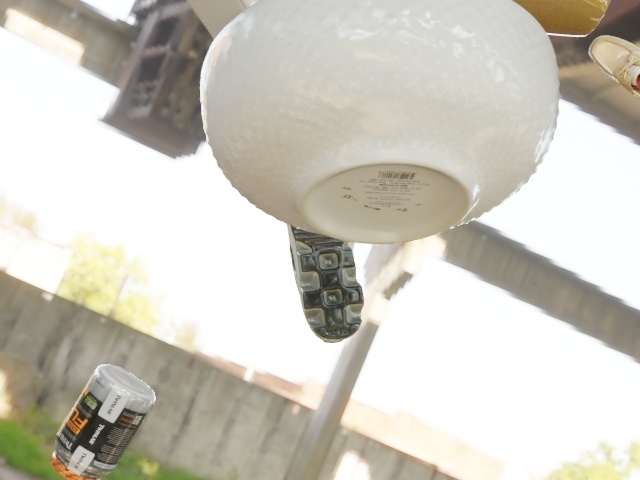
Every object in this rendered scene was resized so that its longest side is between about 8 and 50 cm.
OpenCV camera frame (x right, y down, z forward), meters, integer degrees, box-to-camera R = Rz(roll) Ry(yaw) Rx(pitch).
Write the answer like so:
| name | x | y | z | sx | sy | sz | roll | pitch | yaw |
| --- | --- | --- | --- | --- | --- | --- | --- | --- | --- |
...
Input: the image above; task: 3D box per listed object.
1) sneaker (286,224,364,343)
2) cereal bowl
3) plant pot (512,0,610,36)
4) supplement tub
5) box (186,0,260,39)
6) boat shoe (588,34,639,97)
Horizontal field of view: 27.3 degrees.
| name | x | y | z | sx | sy | sz | roll | pitch | yaw |
| --- | --- | --- | --- | --- | --- | --- | --- | --- | --- |
| sneaker | 0.000 | 0.000 | 2.081 | 0.122 | 0.331 | 0.146 | 0 | -10 | -6 |
| cereal bowl | 0.056 | -0.092 | 1.226 | 0.338 | 0.141 | 0.339 | 0 | -27 | 0 |
| plant pot | 0.359 | -0.448 | 2.239 | 0.254 | 0.237 | 0.237 | 23 | -9 | -11 |
| supplement tub | -0.374 | 0.317 | 2.247 | 0.117 | 0.190 | 0.117 | 31 | 4 | -3 |
| box | -0.012 | -0.305 | 1.251 | 0.113 | 0.275 | 0.094 | 55 | -26 | -4 |
| boat shoe | 0.479 | -0.252 | 1.987 | 0.170 | 0.063 | 0.059 | 35 | 14 | 7 |
